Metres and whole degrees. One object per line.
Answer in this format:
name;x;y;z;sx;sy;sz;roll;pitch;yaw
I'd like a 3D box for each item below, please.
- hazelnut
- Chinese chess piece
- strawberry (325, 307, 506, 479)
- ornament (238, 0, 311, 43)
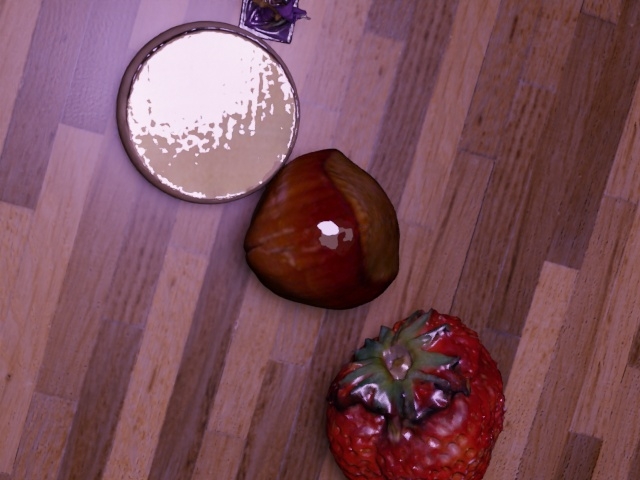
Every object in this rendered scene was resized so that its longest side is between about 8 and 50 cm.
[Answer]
hazelnut;0.000;0.000;1.331;0.229;0.229;0.229;-1;97;-11
Chinese chess piece;-0.151;-0.173;1.327;0.250;0.103;0.249;-2;98;-12
strawberry;0.148;0.254;1.390;0.238;0.250;0.288;-56;131;-34
ornament;-0.053;-0.324;1.282;0.088;0.203;0.081;7;88;-10
